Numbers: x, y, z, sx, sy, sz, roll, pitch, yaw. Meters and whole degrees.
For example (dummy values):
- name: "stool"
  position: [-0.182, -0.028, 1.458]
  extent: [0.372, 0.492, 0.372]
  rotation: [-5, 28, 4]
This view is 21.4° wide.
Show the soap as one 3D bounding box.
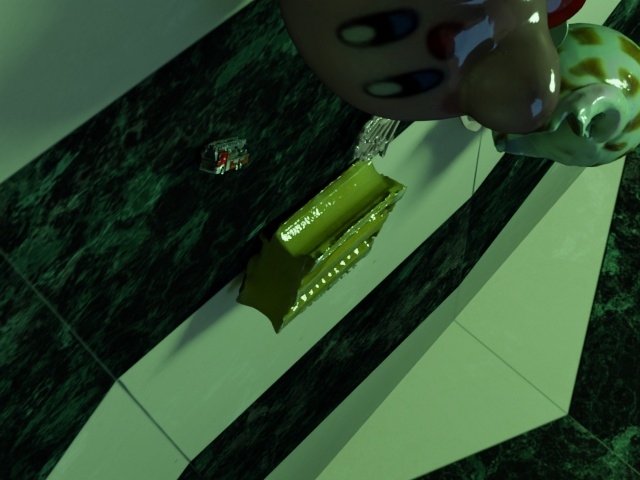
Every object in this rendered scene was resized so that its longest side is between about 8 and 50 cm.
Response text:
- name: "soap"
  position: [0.001, 0.001, 2.011]
  extent: [0.233, 0.076, 0.135]
  rotation: [-38, 163, -49]

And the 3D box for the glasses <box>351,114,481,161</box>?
- name: "glasses"
  position: [0.109, -0.156, 1.890]
  extent: [0.162, 0.095, 0.255]
  rotation: [-37, 162, -19]

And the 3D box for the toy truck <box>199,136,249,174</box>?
- name: "toy truck"
  position: [-0.089, -0.078, 1.554]
  extent: [0.083, 0.024, 0.032]
  rotation: [-26, 131, -68]

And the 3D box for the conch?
- name: "conch"
  position: [0.353, -0.201, 2.408]
  extent: [0.249, 0.197, 0.368]
  rotation: [-15, 167, 1]

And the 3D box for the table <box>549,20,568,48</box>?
- name: "table"
  position: [0.199, -0.268, 1.745]
  extent: [0.166, 0.166, 0.198]
  rotation: [-55, 175, 24]

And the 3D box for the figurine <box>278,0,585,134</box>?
- name: "figurine"
  position: [0.076, -0.210, 1.321]
  extent: [0.261, 0.211, 0.270]
  rotation: [-75, 148, -46]
